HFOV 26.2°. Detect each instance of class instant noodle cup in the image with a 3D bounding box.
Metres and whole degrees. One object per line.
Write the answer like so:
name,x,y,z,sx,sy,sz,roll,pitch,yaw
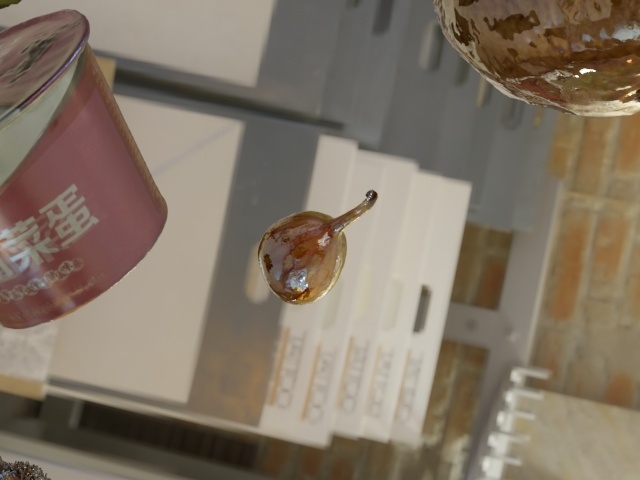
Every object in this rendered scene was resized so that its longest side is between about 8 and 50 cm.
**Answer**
instant noodle cup,-0.244,-0.052,1.126,0.178,0.235,0.235,59,38,-28

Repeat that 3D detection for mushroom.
mushroom,0.231,-0.202,0.860,0.345,0.345,0.239,-24,110,-70

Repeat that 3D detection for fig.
fig,0.000,0.000,0.751,0.083,0.050,0.050,-41,-173,34

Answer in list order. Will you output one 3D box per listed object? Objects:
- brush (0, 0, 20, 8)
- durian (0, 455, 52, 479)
brush,-0.333,-0.190,0.978,0.103,0.233,0.047,-177,-97,-66
durian,-0.235,0.199,1.035,0.080,0.080,0.091,-52,150,-57
